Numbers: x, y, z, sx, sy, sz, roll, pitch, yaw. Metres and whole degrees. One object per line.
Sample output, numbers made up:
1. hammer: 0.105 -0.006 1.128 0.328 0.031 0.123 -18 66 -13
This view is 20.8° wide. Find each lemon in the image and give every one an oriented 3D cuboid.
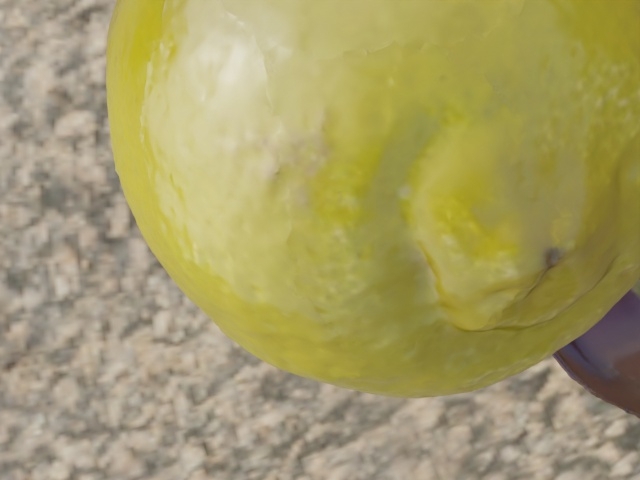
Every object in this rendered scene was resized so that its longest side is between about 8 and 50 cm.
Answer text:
1. lemon: 0.039 -0.081 0.974 0.348 0.348 0.348 1 93 27

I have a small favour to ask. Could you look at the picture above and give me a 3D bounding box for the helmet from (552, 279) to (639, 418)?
1. helmet: 0.312 -0.040 1.455 0.230 0.385 0.337 -28 38 30
